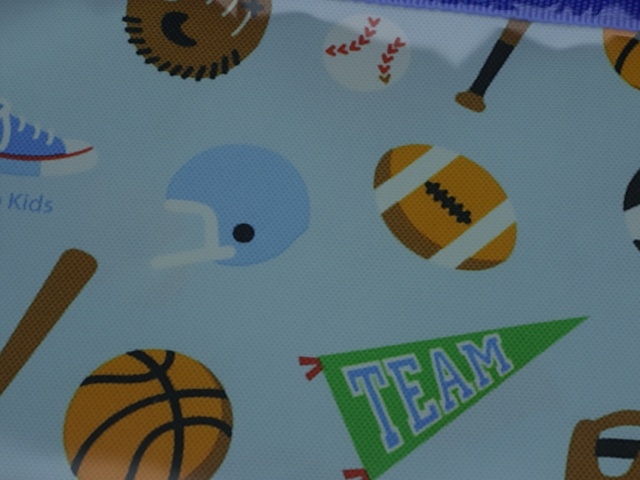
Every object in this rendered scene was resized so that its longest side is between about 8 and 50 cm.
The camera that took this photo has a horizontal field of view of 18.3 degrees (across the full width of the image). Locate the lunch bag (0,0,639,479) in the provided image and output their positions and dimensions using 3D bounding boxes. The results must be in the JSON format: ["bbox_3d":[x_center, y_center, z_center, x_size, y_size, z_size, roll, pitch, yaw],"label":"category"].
[{"bbox_3d":[0.000,0.000,0.527,0.303,0.115,0.243,8,65,3],"label":"lunch bag"}]
